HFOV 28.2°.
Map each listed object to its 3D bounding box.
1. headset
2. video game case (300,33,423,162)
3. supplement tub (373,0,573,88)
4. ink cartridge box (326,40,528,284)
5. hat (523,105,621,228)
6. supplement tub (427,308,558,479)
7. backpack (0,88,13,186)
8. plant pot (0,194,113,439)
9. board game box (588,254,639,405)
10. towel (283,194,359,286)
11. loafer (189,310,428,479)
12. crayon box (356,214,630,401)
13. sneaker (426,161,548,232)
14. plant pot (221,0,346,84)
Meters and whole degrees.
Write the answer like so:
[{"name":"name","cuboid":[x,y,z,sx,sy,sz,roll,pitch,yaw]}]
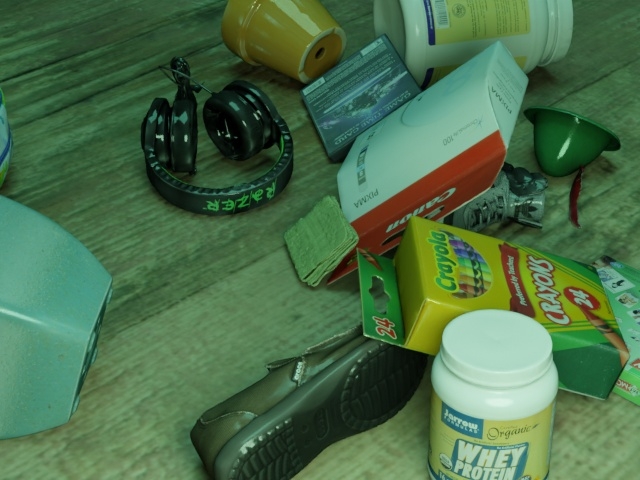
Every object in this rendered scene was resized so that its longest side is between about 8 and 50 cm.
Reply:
[{"name":"headset","cuboid":[-0.192,-0.173,2.183,0.243,0.185,0.394,-14,49,-14]},{"name":"video game case","cuboid":[0.072,-0.260,2.292,0.196,0.026,0.274,-33,33,8]},{"name":"supplement tub","cuboid":[0.288,-0.420,2.435,0.331,0.241,0.241,-9,32,-13]},{"name":"ink cartridge box","cuboid":[0.146,-0.122,1.928,0.308,0.091,0.385,-32,16,31]},{"name":"hat","cuboid":[0.391,-0.111,2.131,0.173,0.184,0.208,19,-6,19]},{"name":"supplement tub","cuboid":[0.196,0.194,1.459,0.144,0.200,0.144,-1,31,1]},{"name":"backpack","cuboid":[-0.630,-0.156,2.050,0.290,0.273,0.355,-2,18,11]},{"name":"plant pot","cuboid":[-0.404,0.102,1.601,0.252,0.247,0.248,16,31,-5]},{"name":"board game box","cuboid":[0.444,0.134,1.702,0.213,0.046,0.317,-27,40,-35]},{"name":"towel","cuboid":[0.000,0.000,1.904,0.110,0.027,0.148,-42,33,9]},{"name":"loafer","cuboid":[-0.011,0.175,1.560,0.366,0.134,0.130,-27,40,-36]},{"name":"crayon box","cuboid":[0.208,0.075,1.589,0.318,0.081,0.202,15,30,-11]},{"name":"sneaker","cuboid":[0.263,-0.053,1.961,0.153,0.101,0.268,13,34,21]},{"name":"plant pot","cuboid":[-0.057,-0.407,2.486,0.205,0.205,0.188,-28,56,-37]}]
